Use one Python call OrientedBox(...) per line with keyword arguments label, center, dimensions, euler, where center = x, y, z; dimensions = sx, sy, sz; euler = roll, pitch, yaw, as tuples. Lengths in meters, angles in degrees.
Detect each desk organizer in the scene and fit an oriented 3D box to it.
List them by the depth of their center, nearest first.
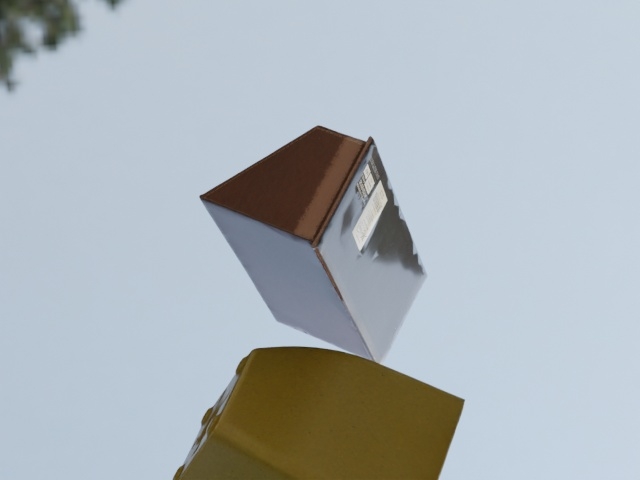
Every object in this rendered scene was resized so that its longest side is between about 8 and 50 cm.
OrientedBox(label="desk organizer", center=(0.000, 0.000, 0.744), dimensions=(0.050, 0.130, 0.047), euler=(22, -107, 20))

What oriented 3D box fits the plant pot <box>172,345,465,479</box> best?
OrientedBox(label="plant pot", center=(-0.007, 0.088, 0.732), dimensions=(0.083, 0.081, 0.081), euler=(31, -139, -5))
